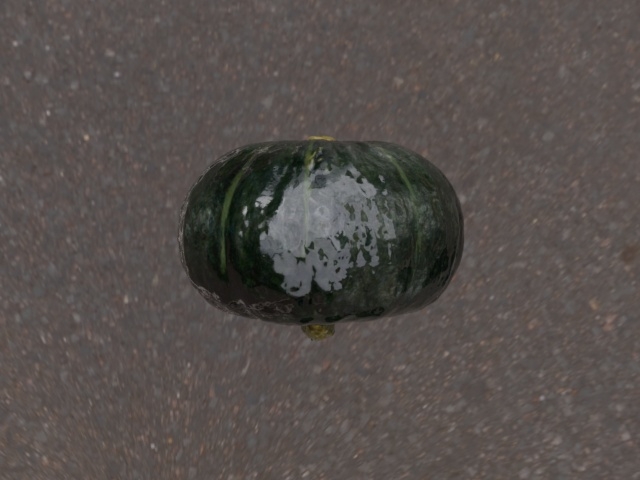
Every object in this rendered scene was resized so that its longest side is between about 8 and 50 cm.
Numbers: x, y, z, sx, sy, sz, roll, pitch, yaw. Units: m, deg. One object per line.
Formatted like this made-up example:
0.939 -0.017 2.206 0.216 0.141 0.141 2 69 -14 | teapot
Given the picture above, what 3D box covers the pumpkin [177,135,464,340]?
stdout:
0.000 -0.002 0.812 0.211 0.211 0.152 4 84 -6 | pumpkin
